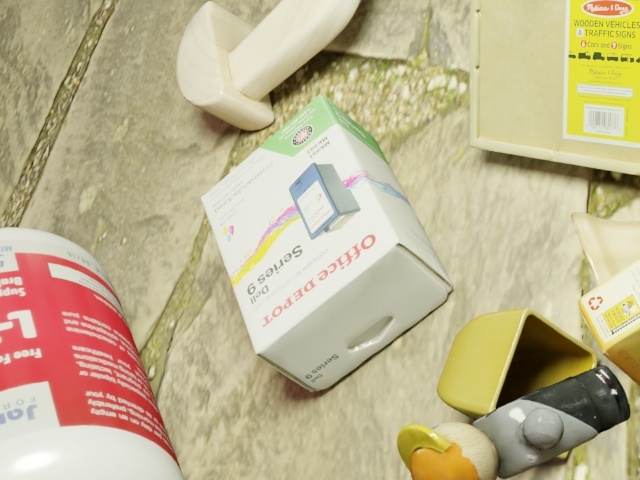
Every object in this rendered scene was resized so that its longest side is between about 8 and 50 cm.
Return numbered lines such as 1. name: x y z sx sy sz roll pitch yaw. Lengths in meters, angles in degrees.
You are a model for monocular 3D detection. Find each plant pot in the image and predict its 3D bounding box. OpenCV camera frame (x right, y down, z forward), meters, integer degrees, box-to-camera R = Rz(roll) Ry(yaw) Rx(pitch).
1. plant pot: 0.131 0.099 0.825 0.083 0.081 0.081 -2 61 54

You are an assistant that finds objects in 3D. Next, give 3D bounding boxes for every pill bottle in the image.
1. pill bottle: -0.245 0.189 0.997 0.229 0.229 0.407 -44 42 11

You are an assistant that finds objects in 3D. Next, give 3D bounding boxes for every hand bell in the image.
1. hand bell: 0.298 -0.007 0.742 0.242 0.126 0.126 -23 48 14

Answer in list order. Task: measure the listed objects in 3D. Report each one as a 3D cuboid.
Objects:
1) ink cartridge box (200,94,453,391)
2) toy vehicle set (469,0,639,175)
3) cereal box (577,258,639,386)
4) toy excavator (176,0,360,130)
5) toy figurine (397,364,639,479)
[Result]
1. ink cartridge box: 0.000 0.000 1.005 0.154 0.093 0.212 -39 44 15
2. toy vehicle set: 0.220 -0.136 0.864 0.267 0.035 0.165 16 112 48
3. cereal box: 0.289 0.019 0.659 0.240 0.173 0.047 -36 43 20
4. toy excavator: 0.049 -0.350 1.138 0.433 0.222 0.445 -5 68 42
5. toy figurine: 0.141 0.195 0.629 0.148 0.213 0.209 -21 35 -22
